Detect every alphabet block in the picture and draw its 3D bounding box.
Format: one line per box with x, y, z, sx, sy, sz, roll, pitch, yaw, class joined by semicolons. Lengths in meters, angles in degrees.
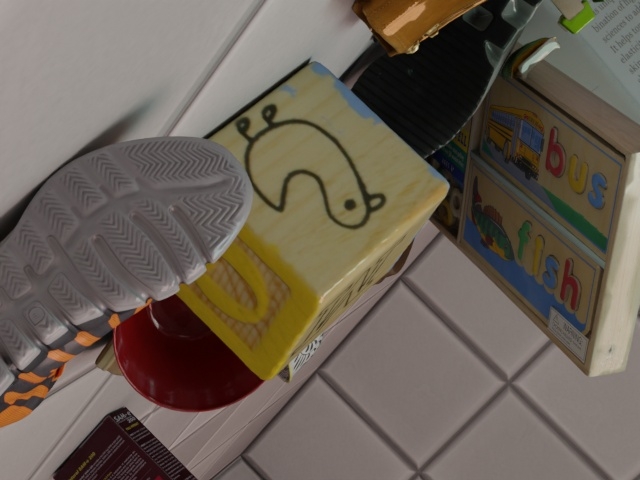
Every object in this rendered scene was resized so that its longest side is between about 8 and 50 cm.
-0.030;-0.018;1.427;0.197;0.192;0.193;-42;170;-33;alphabet block

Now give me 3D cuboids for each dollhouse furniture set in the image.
0.245;-0.243;1.615;0.151;0.058;0.076;-42;-168;-2;dollhouse furniture set

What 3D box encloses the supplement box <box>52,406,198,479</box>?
-0.243;0.366;2.078;0.130;0.239;0.073;-47;173;13;supplement box

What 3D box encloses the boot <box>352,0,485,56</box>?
0.135;-0.264;1.428;0.211;0.104;0.295;-37;178;14;boot

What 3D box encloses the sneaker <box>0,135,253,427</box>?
-0.201;0.038;1.152;0.321;0.125;0.180;-32;173;-15;sneaker

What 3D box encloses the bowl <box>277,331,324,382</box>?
-0.038;0.068;1.676;0.080;0.170;0.170;-24;167;-12;bowl

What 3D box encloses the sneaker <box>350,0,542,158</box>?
0.140;-0.193;1.633;0.330;0.122;0.146;-49;177;-7;sneaker

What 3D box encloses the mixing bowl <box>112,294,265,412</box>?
-0.133;0.079;1.569;0.181;0.181;0.098;-47;-156;9;mixing bowl

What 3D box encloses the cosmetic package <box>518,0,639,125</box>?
0.407;-0.183;1.938;0.329;0.394;0.327;-40;180;-33;cosmetic package

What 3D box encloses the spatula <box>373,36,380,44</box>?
0.195;-0.258;1.539;0.296;0.030;0.084;-17;179;5;spatula

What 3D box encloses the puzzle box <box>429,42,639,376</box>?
0.243;-0.063;1.698;0.052;0.409;0.272;-6;119;-23;puzzle box

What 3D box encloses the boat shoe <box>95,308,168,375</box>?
-0.151;0.102;1.727;0.109;0.098;0.302;-49;171;24;boat shoe

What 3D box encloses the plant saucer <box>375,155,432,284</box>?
0.096;-0.076;1.799;0.278;0.041;0.278;12;90;-78;plant saucer
